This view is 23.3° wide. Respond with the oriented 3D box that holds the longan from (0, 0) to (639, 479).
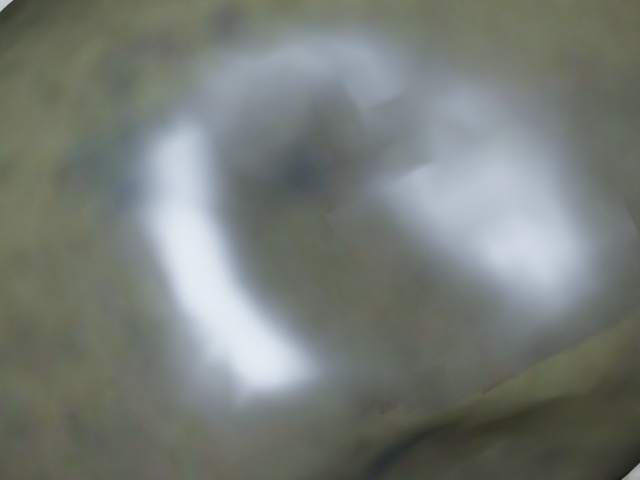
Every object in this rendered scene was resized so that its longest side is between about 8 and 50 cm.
[{"bbox_3d":[0.000,0.000,0.591,0.350,0.288,0.288,-20,85,-2],"label":"longan"}]
